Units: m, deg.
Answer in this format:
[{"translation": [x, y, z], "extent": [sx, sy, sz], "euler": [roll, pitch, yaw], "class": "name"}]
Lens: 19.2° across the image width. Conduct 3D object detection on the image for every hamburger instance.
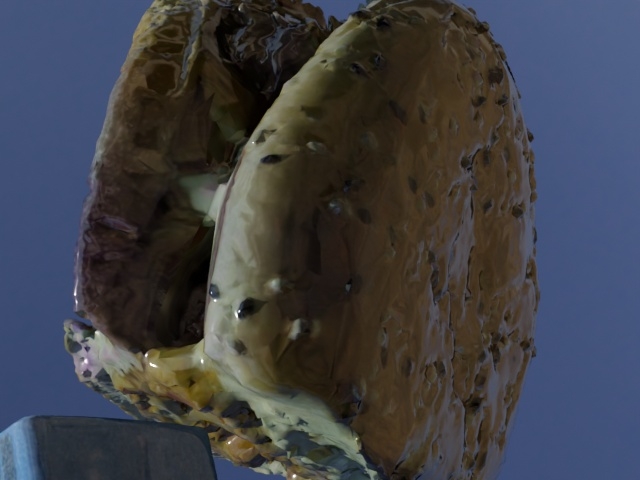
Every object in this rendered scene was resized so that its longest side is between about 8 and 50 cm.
[{"translation": [0.000, 0.000, 1.028], "extent": [0.318, 0.195, 0.277], "euler": [39, -119, -61], "class": "hamburger"}]

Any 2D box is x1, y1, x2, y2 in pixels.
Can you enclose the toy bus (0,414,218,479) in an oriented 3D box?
[{"translation": [-0.095, 0.200, 0.805], "extent": [0.116, 0.133, 0.234], "euler": [10, -123, -42], "class": "toy bus"}]
